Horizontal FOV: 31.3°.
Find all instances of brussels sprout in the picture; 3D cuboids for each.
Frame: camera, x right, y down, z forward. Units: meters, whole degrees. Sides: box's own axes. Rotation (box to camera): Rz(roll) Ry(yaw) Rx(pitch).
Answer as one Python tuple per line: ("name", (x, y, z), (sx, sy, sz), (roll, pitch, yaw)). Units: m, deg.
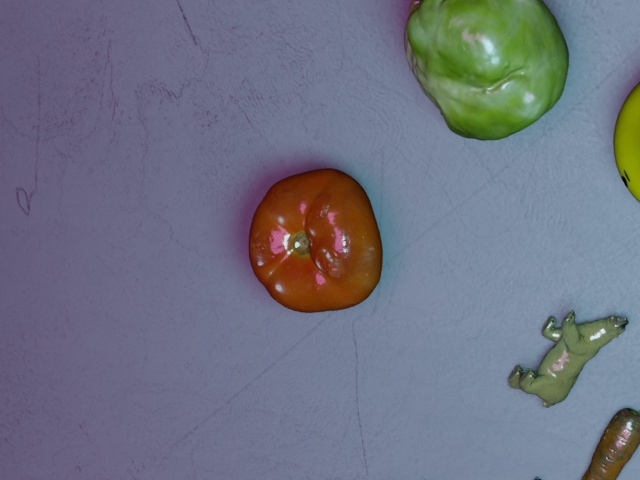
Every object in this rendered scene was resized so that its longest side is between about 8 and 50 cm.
("brussels sprout", (0.254, -0.290, 1.805), (0.273, 0.316, 0.243), (37, 88, -7))

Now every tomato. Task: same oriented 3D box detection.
("tomato", (-0.004, 0.001, 2.002), (0.259, 0.180, 0.260), (2, 94, 26))

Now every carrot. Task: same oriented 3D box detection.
("carrot", (0.478, 0.360, 1.887), (0.060, 0.060, 0.186), (30, 107, 19))

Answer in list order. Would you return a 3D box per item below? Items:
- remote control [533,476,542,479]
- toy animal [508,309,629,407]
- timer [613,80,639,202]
("remote control", (0.356, 0.446, 1.974), (0.034, 0.016, 0.091), (40, 111, -1))
("toy animal", (0.409, 0.189, 1.892), (0.101, 0.103, 0.219), (31, 106, -1))
("timer", (0.555, -0.147, 1.682), (0.285, 0.285, 0.285), (3, 97, 24))
